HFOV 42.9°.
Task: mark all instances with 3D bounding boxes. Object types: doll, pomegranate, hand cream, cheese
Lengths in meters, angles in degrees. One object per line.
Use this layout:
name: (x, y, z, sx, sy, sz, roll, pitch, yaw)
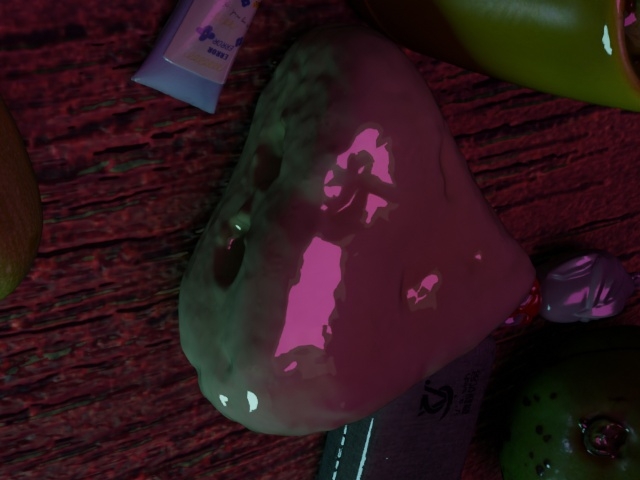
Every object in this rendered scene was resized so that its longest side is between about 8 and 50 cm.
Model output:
doll: (0.227, 0.051, 0.783, 0.180, 0.079, 0.094, -13, 136, -9)
pomegranate: (0.310, 0.213, 0.816, 0.270, 0.254, 0.254, 28, 99, -48)
hand cream: (-0.057, -0.167, 0.526, 0.065, 0.043, 0.171, 20, 106, -35)
cheese: (-0.001, 0.000, 0.561, 0.248, 0.173, 0.251, -39, 128, -18)

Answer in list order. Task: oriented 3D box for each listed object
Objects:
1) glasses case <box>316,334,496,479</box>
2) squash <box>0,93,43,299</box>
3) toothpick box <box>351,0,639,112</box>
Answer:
glasses case: (0.067, 0.218, 0.774, 0.131, 0.074, 0.323, -1, 115, -30)
squash: (-0.222, -0.036, 0.455, 0.123, 0.123, 0.187, -28, 124, -14)
toothpick box: (0.140, -0.176, 0.489, 0.175, 0.271, 0.175, -13, 120, -24)
